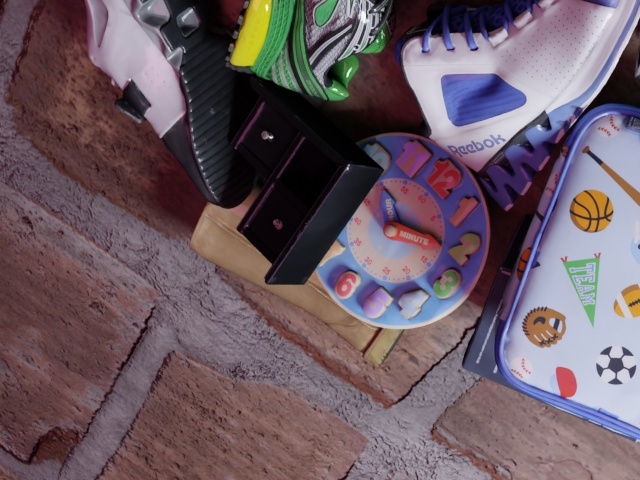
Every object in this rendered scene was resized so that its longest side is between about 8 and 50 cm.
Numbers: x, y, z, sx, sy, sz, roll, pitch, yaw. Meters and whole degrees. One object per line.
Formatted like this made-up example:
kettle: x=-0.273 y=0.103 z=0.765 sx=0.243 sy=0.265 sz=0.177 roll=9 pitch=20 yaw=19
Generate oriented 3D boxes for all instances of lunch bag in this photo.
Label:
lunch bag: x=0.310 y=0.027 z=1.122 sx=0.243 sy=0.115 sz=0.303 roll=22 pitch=95 yaw=9

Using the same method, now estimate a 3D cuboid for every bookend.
bookend: x=-0.043 y=-0.062 z=1.270 sx=0.157 sy=0.072 sz=0.156 roll=45 pitch=111 yaw=26

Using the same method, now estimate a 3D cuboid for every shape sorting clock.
shape sorting clock: x=0.078 y=-0.010 z=1.260 sx=0.206 sy=0.040 sz=0.206 roll=0 pitch=89 yaw=22

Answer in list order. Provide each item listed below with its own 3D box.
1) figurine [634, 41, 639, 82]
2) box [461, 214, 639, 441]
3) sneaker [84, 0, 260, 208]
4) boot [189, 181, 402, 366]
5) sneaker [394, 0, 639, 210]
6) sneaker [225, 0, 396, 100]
figurine: x=0.397 y=-0.212 z=1.015 sx=0.209 sy=0.092 sz=0.215 roll=14 pitch=128 yaw=8
box: x=0.275 y=0.093 z=1.271 sx=0.207 sy=0.108 sz=0.153 roll=23 pitch=130 yaw=10
sneaker: x=-0.170 y=-0.186 z=1.302 sx=0.146 sy=0.122 sz=0.331 roll=-3 pitch=117 yaw=41
boot: x=0.000 y=0.000 z=1.360 sx=0.269 sy=0.089 sz=0.236 roll=34 pitch=125 yaw=6
sneaker: x=0.171 y=-0.180 z=1.115 sx=0.182 sy=0.127 sz=0.315 roll=30 pitch=133 yaw=2
sneaker: x=0.021 y=-0.266 z=1.133 sx=0.146 sy=0.134 sz=0.343 roll=23 pitch=147 yaw=-2
